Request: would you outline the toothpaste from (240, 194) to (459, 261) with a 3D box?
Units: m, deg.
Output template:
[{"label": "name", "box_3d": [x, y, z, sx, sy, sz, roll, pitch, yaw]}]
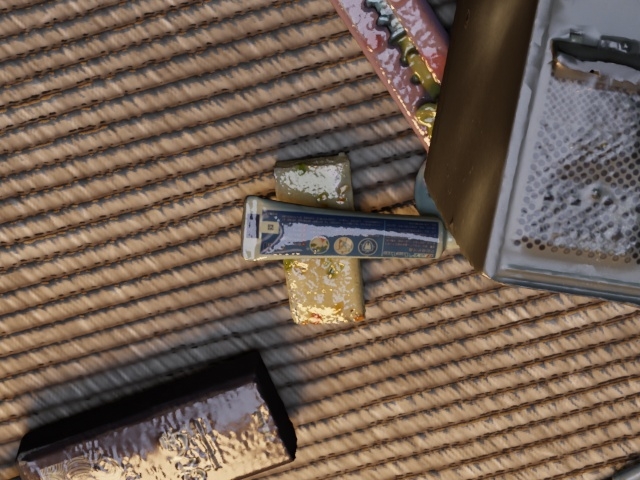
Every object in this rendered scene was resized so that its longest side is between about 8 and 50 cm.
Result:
[{"label": "toothpaste", "box_3d": [0.031, -0.006, 1.691, 0.197, 0.035, 0.057, 3, 97, -5]}]

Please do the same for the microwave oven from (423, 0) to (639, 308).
[{"label": "microwave oven", "box_3d": [0.328, -0.086, 1.504, 0.432, 0.374, 0.236, 8, 104, -7]}]

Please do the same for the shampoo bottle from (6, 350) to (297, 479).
[{"label": "shampoo bottle", "box_3d": [-0.181, 0.199, 1.782, 0.309, 0.071, 0.098, -20, 112, 10]}]

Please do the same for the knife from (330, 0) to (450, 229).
[{"label": "knife", "box_3d": [0.062, -0.175, 1.651, 0.132, 0.038, 0.398, -31, 107, 8]}]

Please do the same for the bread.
[{"label": "bread", "box_3d": [0.000, 0.000, 1.725, 0.068, 0.028, 0.153, -4, 109, 4]}]

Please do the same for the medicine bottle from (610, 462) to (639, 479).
[{"label": "medicine bottle", "box_3d": [0.270, 0.265, 1.812, 0.221, 0.061, 0.092, -28, 84, 11]}]
